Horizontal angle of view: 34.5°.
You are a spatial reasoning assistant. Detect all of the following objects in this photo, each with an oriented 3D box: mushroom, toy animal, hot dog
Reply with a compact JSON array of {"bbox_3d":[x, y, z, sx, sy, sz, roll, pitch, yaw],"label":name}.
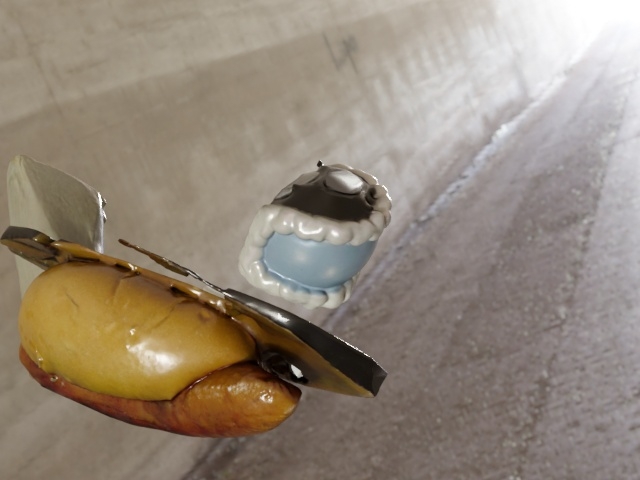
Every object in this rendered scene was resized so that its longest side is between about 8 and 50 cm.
[{"bbox_3d":[-0.430,0.042,1.702,0.137,0.407,0.154,-34,-36,27],"label":"mushroom"},{"bbox_3d":[0.000,0.000,1.450,0.208,0.156,0.204,-36,-26,-51],"label":"toy animal"},{"bbox_3d":[-0.130,0.085,0.776,0.326,0.194,0.107,8,68,47],"label":"hot dog"}]

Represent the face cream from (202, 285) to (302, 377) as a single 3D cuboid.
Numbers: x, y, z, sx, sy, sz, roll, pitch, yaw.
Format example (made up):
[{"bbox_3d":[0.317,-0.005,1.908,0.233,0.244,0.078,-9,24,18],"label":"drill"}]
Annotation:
[{"bbox_3d":[-0.077,0.181,1.775,0.092,0.311,0.092,-155,90,-87],"label":"face cream"}]
